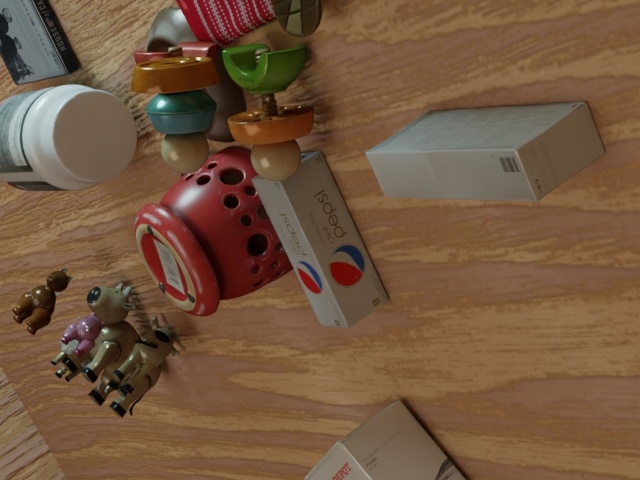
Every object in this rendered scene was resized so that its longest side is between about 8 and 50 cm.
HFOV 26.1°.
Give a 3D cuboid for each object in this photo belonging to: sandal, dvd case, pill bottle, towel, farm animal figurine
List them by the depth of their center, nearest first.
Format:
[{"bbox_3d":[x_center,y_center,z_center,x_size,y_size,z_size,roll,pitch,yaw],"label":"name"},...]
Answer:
[{"bbox_3d":[-0.015,-0.302,1.462,0.072,0.049,0.180,22,123,41],"label":"sandal"},{"bbox_3d":[-0.120,-0.335,1.613,0.199,0.031,0.275,61,153,-9],"label":"towel"},{"bbox_3d":[-0.399,-0.156,2.123,0.283,0.161,0.161,3,122,58],"label":"pill bottle"},{"bbox_3d":[-0.475,-0.339,2.197,0.239,0.029,0.179,2,121,58],"label":"dvd case"},{"bbox_3d":[-0.360,0.175,2.435,0.330,0.172,0.327,29,155,30],"label":"farm animal figurine"}]

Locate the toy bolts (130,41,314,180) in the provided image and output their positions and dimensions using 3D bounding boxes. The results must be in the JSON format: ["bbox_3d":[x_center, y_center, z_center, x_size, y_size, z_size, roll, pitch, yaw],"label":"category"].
[{"bbox_3d":[-0.143,-0.143,1.633,0.228,0.218,0.158,13,113,49],"label":"toy bolts"}]

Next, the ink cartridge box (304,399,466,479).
[{"bbox_3d":[0.127,0.381,1.881,0.283,0.117,0.207,51,153,11],"label":"ink cartridge box"}]

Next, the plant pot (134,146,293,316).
[{"bbox_3d":[-0.143,-0.007,1.853,0.191,0.174,0.191,42,150,31],"label":"plant pot"}]

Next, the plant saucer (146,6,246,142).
[{"bbox_3d":[-0.174,-0.211,1.831,0.198,0.036,0.198,40,149,31],"label":"plant saucer"}]

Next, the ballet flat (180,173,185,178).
[{"bbox_3d":[-0.177,-0.082,1.978,0.049,0.057,0.173,14,150,-4],"label":"ballet flat"}]

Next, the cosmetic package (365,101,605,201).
[{"bbox_3d":[0.156,-0.085,1.353,0.239,0.099,0.060,5,126,58],"label":"cosmetic package"}]

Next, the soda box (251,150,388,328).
[{"bbox_3d":[0.000,0.000,1.727,0.069,0.074,0.216,0,119,58],"label":"soda box"}]
